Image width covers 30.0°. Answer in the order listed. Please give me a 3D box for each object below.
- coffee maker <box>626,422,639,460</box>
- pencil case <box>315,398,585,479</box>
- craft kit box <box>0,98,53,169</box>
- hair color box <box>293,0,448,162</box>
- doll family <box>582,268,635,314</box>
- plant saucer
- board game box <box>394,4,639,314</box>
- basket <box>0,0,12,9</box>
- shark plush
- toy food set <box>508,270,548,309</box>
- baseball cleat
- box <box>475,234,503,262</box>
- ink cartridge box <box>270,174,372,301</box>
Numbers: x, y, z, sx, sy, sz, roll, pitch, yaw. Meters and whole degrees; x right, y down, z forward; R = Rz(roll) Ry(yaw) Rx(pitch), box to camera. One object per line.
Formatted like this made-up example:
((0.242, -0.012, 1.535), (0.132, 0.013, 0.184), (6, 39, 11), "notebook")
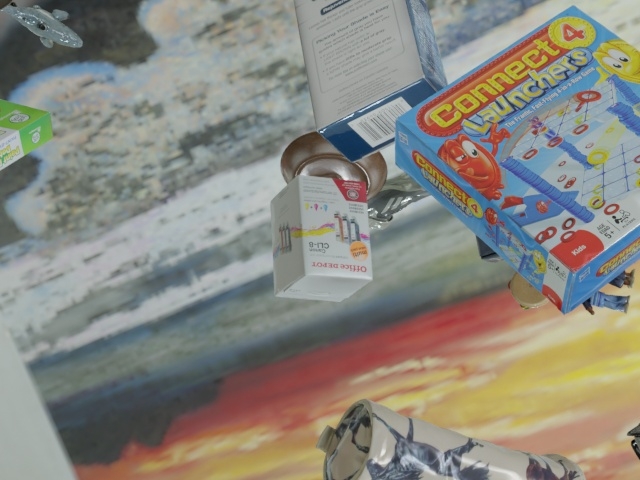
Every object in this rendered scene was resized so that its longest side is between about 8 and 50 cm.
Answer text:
((0.720, 0.427, 2.361), (0.171, 0.178, 0.120), (-24, 178, -9), "coffee maker")
((0.205, 0.372, 1.893), (0.411, 0.159, 0.183), (18, 166, -17), "pencil case")
((-0.604, -0.165, 1.910), (0.247, 0.060, 0.250), (18, -145, 20), "craft kit box")
((0.066, -0.301, 1.706), (0.174, 0.347, 0.105), (-24, 145, 21), "hair color box")
((0.511, 0.067, 2.171), (0.111, 0.076, 0.193), (13, -152, 10), "doll family")
((0.023, -0.118, 2.180), (0.199, 0.198, 0.036), (-21, -138, 28), "plant saucer")
((0.301, -0.109, 1.437), (0.308, 0.302, 0.086), (-34, 148, -19), "board game box")
((-0.591, -0.473, 1.969), (0.204, 0.154, 0.227), (-43, -134, -7), "basket")
((-0.500, -0.395, 2.134), (0.073, 0.161, 0.067), (-48, -134, 4), "shark plush")
((0.380, 0.081, 2.144), (0.083, 0.083, 0.020), (-20, 161, 10), "toy food set")
((0.152, -0.080, 2.409), (0.206, 0.109, 0.072), (-5, -146, 20), "baseball cleat")
((0.343, -0.097, 2.043), (0.183, 0.232, 0.059), (-19, 160, 34), "box")
((0.000, 0.000, 1.969), (0.128, 0.176, 0.127), (5, 159, -25), "ink cartridge box")
